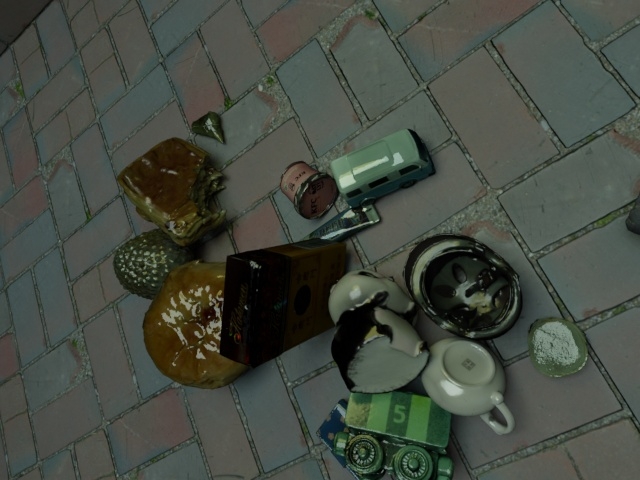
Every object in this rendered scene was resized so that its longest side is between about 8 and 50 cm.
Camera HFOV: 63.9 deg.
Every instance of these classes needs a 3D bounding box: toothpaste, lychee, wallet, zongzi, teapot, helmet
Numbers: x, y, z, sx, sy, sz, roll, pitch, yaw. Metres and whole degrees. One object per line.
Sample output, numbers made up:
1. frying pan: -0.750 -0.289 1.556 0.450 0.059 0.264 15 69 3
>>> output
1. toothpaste: 0.000 0.000 1.573 0.392 0.061 0.098 -33 63 16
2. lychee: -0.561 0.078 1.760 0.255 0.275 0.255 -31 54 53
3. wallet: 0.093 0.563 1.427 0.202 0.059 0.141 39 102 27
4. zongzi: -0.425 -0.384 1.877 0.154 0.062 0.130 -21 84 30
5. teapot: 0.356 0.346 1.267 0.205 0.139 0.298 -23 50 -24
6. helmet: 0.367 0.123 1.291 0.225 0.177 0.305 -50 56 5

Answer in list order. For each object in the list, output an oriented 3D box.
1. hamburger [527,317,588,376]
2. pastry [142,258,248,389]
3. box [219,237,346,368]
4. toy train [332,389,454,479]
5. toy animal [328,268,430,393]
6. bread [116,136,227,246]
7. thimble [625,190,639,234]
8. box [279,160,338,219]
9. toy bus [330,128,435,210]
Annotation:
1. hamburger: 0.565 0.252 1.227 0.133 0.062 0.139 -19 75 28
2. pastry: -0.352 0.259 1.604 0.410 0.245 0.408 -2 83 16
3. box: -0.086 0.146 1.366 0.116 0.415 0.264 13 102 29
4. toy train: 0.188 0.501 1.296 0.299 0.166 0.238 9 61 15
5. toy animal: 0.130 0.215 1.334 0.251 0.251 0.309 -38 29 18
6. bread: -0.476 -0.157 1.759 0.370 0.191 0.314 36 58 17
7. thimble: 0.782 -0.100 1.099 0.172 0.205 0.236 24 68 25
8. box: -0.042 -0.162 1.582 0.151 0.151 0.135 -54 53 10
9. toy bus: 0.172 -0.209 1.450 0.272 0.165 0.132 -23 71 13
